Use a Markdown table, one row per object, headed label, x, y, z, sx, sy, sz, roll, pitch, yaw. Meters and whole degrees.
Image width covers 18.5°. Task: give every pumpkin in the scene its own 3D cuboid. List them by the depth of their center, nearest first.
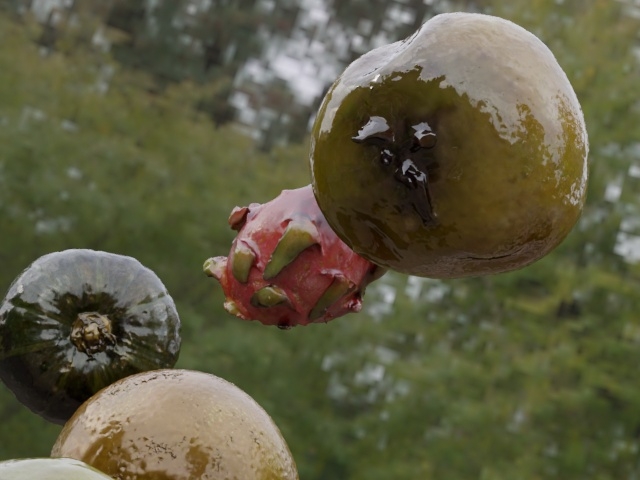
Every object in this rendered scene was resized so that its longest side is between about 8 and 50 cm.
| label | x | y | z | sx | sy | sz | roll | pitch | yaw |
| --- | --- | --- | --- | --- | --- | --- | --- | --- | --- |
| pumpkin | -0.274 | 0.116 | 2.300 | 0.223 | 0.224 | 0.157 | 22 | -15 | -12 |

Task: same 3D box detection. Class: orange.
| label | x | y | z | sx | sy | sz | roll | pitch | yaw |
| --- | --- | --- | --- | --- | --- | --- | --- | --- | --- |
| orange | -0.153 | 0.264 | 2.022 | 0.274 | 0.274 | 0.274 | 16 | -18 | 5 |

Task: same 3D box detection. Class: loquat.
| label | x | y | z | sx | sy | sz | roll | pitch | yaw |
| --- | --- | --- | --- | --- | --- | --- | --- | --- | --- |
| loquat | 0.093 | -0.071 | 1.460 | 0.213 | 0.213 | 0.213 | 16 | -18 | 5 |

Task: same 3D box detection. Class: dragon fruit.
| label | x | y | z | sx | sy | sz | roll | pitch | yaw |
| --- | --- | --- | --- | --- | --- | --- | --- | --- | --- |
| dragon fruit | 0.000 | 0.000 | 1.761 | 0.133 | 0.207 | 0.150 | 53 | 3 | 30 |

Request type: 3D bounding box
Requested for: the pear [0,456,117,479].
| label | x | y | z | sx | sy | sz | roll | pitch | yaw |
| --- | --- | --- | --- | --- | --- | --- | --- | --- | --- |
| pear | -0.265 | 0.332 | 1.603 | 0.304 | 0.304 | 0.304 | 16 | -18 | 5 |
